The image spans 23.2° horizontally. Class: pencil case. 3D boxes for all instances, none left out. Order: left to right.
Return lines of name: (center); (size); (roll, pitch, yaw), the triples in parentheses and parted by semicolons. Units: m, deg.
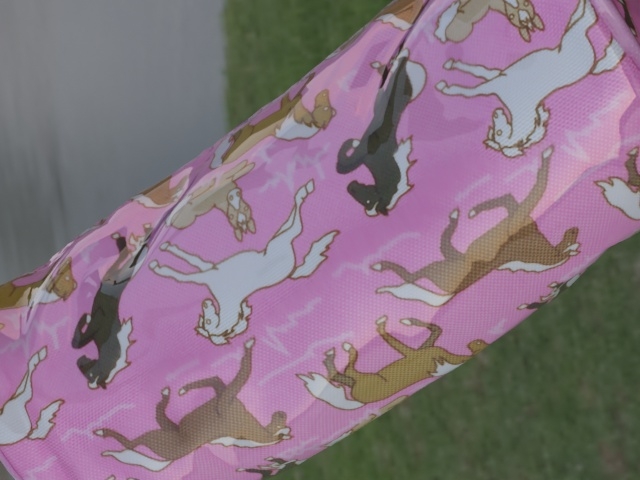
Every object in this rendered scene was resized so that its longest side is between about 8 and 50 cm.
pencil case: (0.000, 0.000, 0.764); (0.160, 0.386, 0.167); (47, -161, -18)
